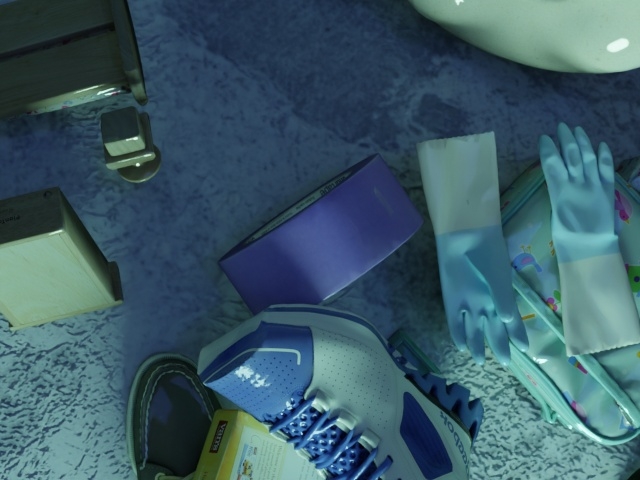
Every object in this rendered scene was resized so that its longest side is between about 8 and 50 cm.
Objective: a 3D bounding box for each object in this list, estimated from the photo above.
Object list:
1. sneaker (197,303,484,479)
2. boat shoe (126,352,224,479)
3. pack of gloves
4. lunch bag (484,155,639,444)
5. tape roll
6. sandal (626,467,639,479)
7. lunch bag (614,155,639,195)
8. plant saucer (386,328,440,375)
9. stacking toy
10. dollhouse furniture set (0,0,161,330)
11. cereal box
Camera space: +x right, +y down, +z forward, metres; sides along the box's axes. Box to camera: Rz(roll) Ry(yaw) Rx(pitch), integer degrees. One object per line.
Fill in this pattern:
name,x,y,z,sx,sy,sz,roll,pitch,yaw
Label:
sneaker,0.042,0.192,1.223,0.315,0.127,0.182,28,42,-32
boat shoe,-0.124,0.261,1.294,0.109,0.091,0.305,-9,91,-11
pack of gloves,0.209,0.002,1.280,0.195,0.046,0.232,-9,88,-9
lunch bag,0.273,0.066,1.365,0.224,0.108,0.279,-44,95,-9
tape roll,0.000,0.000,1.274,0.189,0.189,0.080,-36,95,-10
sandal,0.404,0.251,1.388,0.086,0.120,0.303,40,81,-22
lunch bag,0.352,-0.048,1.402,0.083,0.071,0.053,37,81,-9
plant saucer,0.038,0.179,1.365,0.192,0.018,0.067,-43,97,-10
stacking toy,0.276,-0.440,1.310,0.351,0.350,0.480,28,69,-9
dollhouse furniture set,-0.309,-0.108,1.295,0.303,0.174,0.355,-14,62,1
cereal box,-0.022,0.284,1.279,0.240,0.047,0.173,29,68,-30
